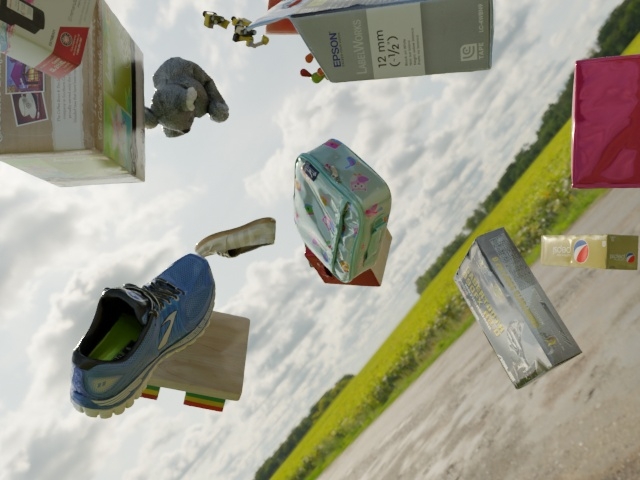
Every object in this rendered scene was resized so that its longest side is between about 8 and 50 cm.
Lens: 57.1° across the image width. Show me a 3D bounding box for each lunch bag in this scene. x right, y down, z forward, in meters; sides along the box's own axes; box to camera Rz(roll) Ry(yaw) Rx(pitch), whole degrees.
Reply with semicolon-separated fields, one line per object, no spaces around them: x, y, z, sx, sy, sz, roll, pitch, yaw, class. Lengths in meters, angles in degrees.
0.040;-0.056;1.217;0.107;0.224;0.279;-27;-31;-22;lunch bag

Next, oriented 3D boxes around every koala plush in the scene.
-0.370;-0.352;1.505;0.196;0.203;0.221;-15;25;15;koala plush

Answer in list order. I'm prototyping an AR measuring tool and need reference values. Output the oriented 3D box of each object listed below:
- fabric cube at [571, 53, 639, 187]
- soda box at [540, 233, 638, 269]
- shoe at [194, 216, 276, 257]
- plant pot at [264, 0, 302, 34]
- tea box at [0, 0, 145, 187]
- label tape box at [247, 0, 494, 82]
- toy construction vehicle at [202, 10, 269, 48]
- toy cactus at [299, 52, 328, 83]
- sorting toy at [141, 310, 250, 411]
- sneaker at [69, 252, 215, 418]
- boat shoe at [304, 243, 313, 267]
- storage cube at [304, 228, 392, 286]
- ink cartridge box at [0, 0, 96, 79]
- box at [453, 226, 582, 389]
0.671;-0.239;1.238;0.254;0.259;0.258;-8;-82;-65;fabric cube
0.460;0.019;1.023;0.181;0.061;0.058;176;95;-77;soda box
-0.188;0.007;1.289;0.219;0.058;0.076;-19;-12;28;shoe
-0.025;-0.708;1.674;0.275;0.243;0.275;-174;90;-83;plant pot
-0.529;-0.308;1.268;0.323;0.219;0.329;78;-172;-85;tea box
0.094;-0.339;0.926;0.249;0.347;0.115;-64;-33;-54;label tape box
-0.149;-0.369;1.036;0.098;0.086;0.035;-21;-41;-52;toy construction vehicle
0.063;-0.466;1.466;0.219;0.180;0.112;-54;1;15;toy cactus
-0.305;0.266;1.356;0.255;0.257;0.089;-93;19;-58;sorting toy
-0.273;0.122;0.950;0.330;0.129;0.147;-58;-17;-47;sneaker
0.000;0.000;1.928;0.104;0.111;0.307;-6;-19;3;boat shoe
0.091;0.014;1.807;0.184;0.193;0.215;56;-136;-49;storage cube
-0.425;-0.331;0.833;0.175;0.072;0.128;22;-112;-44;ink cartridge box
0.317;0.118;0.983;0.056;0.231;0.183;-22;-22;-9;box
